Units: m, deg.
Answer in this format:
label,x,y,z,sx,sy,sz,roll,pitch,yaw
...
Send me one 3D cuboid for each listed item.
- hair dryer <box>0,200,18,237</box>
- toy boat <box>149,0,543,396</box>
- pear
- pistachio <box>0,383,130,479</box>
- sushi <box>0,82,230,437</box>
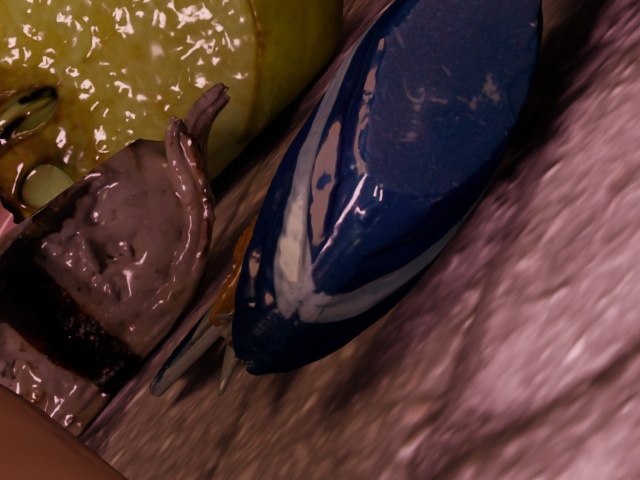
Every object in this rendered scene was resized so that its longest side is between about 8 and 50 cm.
label,x,y,z,sx,sy,sz,roll,pitch,yaw
hair dryer,-0.217,-0.015,1.430,0.352,0.125,0.210,-57,12,12
toy boat,0.000,0.000,0.748,0.220,0.067,0.291,-57,3,-33
pear,-0.124,-0.144,1.138,0.255,0.238,0.164,-46,6,24
pistachio,-0.161,0.123,0.520,0.238,0.229,0.321,-18,7,-27
sushi,-0.129,0.039,0.970,0.273,0.109,0.134,-37,5,-13
